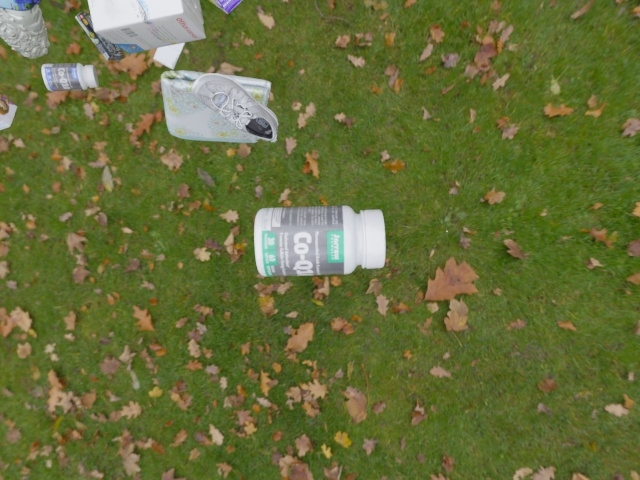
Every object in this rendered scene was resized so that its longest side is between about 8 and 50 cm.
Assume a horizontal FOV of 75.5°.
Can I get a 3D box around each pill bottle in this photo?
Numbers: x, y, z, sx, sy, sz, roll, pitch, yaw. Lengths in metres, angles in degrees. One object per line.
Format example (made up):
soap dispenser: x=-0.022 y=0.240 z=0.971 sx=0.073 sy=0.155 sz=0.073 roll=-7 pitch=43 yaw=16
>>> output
pill bottle: x=-0.760 y=-0.499 z=1.263 sx=0.137 sy=0.078 sz=0.078 roll=-9 pitch=88 yaw=-15
pill bottle: x=0.000 y=0.000 z=1.213 sx=0.360 sy=0.204 sz=0.205 roll=-2 pitch=91 yaw=2

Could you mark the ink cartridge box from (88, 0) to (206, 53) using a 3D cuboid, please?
ink cartridge box: x=-0.443 y=-0.612 z=1.063 sx=0.232 sy=0.171 sz=0.169 roll=-9 pitch=96 yaw=3

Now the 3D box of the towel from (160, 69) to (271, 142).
towel: x=-0.383 y=-0.490 z=1.539 sx=0.373 sy=0.320 sz=0.090 roll=-1 pitch=69 yaw=-16

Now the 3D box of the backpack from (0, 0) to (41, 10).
backpack: x=-0.319 y=-0.312 z=0.349 sx=0.173 sy=0.158 sz=0.117 roll=118 pitch=148 yaw=-43

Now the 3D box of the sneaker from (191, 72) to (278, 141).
sneaker: x=-0.229 y=-0.377 z=1.184 sx=0.105 sy=0.281 sz=0.115 roll=-50 pitch=40 yaw=25

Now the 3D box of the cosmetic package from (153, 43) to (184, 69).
cosmetic package: x=-0.543 y=-0.776 z=1.561 sx=0.085 sy=0.117 sz=0.231 roll=22 pitch=110 yaw=-24

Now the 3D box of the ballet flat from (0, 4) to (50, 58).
ballet flat: x=-0.780 y=-0.618 z=0.987 sx=0.146 sy=0.409 sz=0.147 roll=-5 pitch=61 yaw=9

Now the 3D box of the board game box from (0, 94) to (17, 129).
board game box: x=-0.887 y=-0.312 z=0.842 sx=0.317 sy=0.319 sz=0.066 roll=-11 pitch=63 yaw=17

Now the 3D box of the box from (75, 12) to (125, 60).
box: x=-0.670 y=-0.620 z=1.266 sx=0.027 sy=0.094 sz=0.137 roll=-29 pitch=110 yaw=11

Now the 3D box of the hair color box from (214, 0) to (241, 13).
hair color box: x=-0.461 y=-1.076 z=1.607 sx=0.110 sy=0.339 sz=0.185 roll=-40 pitch=44 yaw=4
